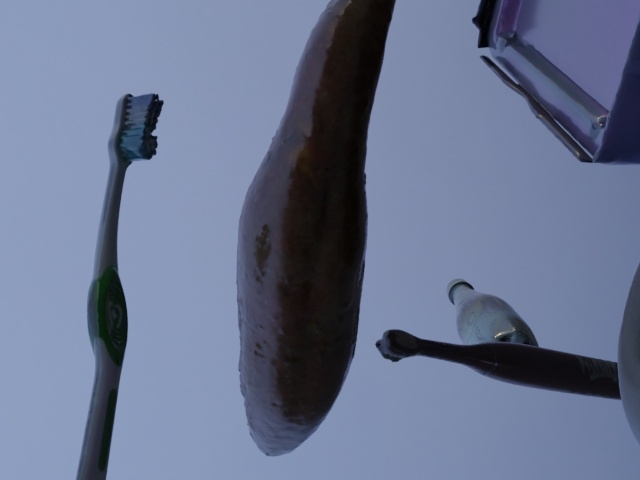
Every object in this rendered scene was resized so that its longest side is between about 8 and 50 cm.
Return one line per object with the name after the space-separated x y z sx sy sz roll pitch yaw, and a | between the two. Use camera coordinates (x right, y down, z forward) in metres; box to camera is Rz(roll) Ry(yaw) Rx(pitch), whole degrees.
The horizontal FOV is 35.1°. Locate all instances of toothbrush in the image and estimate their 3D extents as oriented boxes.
-0.174 0.071 0.812 0.042 0.040 0.418 40 -128 -60 | toothbrush
0.192 0.118 0.941 0.364 0.041 0.041 13 -110 -38 | toothbrush

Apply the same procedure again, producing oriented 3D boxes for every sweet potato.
-0.004 0.000 0.465 0.078 0.058 0.255 -26 -51 -61 | sweet potato

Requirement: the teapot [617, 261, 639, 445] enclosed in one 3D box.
0.245 0.067 0.422 0.185 0.175 0.268 11 -81 -30 | teapot

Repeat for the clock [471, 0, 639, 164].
0.137 -0.143 0.416 0.145 0.073 0.193 -114 29 -55 | clock

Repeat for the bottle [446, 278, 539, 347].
0.220 0.107 1.368 0.270 0.083 0.083 -114 4 -71 | bottle
